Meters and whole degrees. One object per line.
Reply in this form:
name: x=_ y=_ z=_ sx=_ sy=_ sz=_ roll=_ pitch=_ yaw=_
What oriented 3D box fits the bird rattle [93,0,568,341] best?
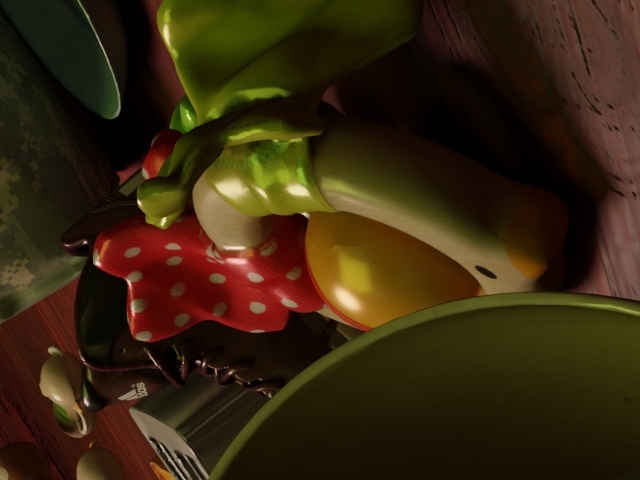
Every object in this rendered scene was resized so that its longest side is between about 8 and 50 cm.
bird rattle: x=0.000 y=0.000 z=0.695 sx=0.207 sy=0.143 sz=0.253 roll=23 pitch=150 yaw=5

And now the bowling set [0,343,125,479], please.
bowling set: x=-0.187 y=0.173 z=1.391 sx=0.287 sy=0.200 sz=0.154 roll=60 pitch=164 yaw=21

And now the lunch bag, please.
lunch bag: x=-0.259 y=-0.085 z=1.153 sx=0.235 sy=0.169 sz=0.287 roll=57 pitch=-169 yaw=-14

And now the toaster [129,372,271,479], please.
toaster: x=-0.044 y=0.154 z=1.186 sx=0.185 sy=0.110 sz=0.168 roll=58 pitch=162 yaw=-13

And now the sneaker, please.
sneaker: x=-0.054 y=0.082 z=0.969 sx=0.281 sy=0.162 sz=0.106 roll=52 pitch=164 yaw=6

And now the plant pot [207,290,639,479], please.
plant pot: x=0.109 y=0.159 z=0.573 sx=0.284 sy=0.284 sz=0.191 roll=48 pitch=-162 yaw=19

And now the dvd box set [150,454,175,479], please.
dvd box set: x=-0.014 y=0.355 z=1.596 sx=0.307 sy=0.062 sz=0.420 roll=58 pitch=163 yaw=-14

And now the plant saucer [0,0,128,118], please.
plant saucer: x=-0.170 y=-0.167 z=1.012 sx=0.195 sy=0.037 sz=0.195 roll=47 pitch=162 yaw=20

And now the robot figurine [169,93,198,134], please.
robot figurine: x=-0.044 y=-0.043 z=0.859 sx=0.101 sy=0.067 sz=0.115 roll=42 pitch=161 yaw=24
